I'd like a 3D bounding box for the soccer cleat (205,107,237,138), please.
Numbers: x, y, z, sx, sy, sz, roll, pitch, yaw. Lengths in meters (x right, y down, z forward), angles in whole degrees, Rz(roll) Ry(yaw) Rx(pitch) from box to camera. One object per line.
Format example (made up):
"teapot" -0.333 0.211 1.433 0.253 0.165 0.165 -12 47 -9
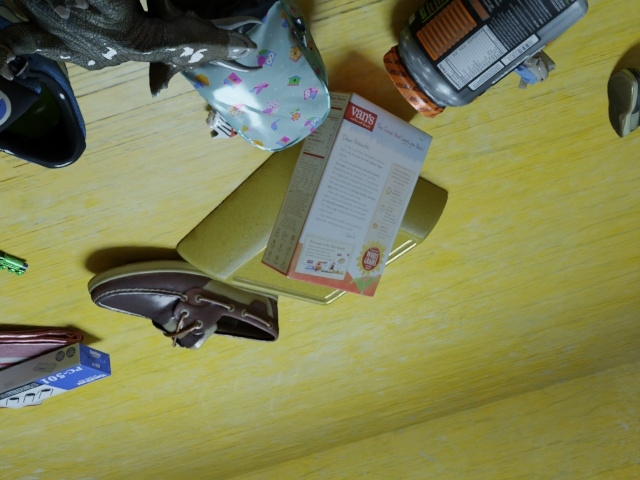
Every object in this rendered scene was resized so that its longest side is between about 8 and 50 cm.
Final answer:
"soccer cleat" -0.120 -0.150 0.680 0.036 0.029 0.083 -14 153 -10

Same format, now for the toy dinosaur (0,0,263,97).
"toy dinosaur" -0.201 -0.201 0.417 0.313 0.160 0.121 40 112 -5

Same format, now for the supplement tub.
"supplement tub" 0.167 -0.223 0.607 0.190 0.117 0.117 -36 143 30

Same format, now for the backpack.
"backpack" -0.069 -0.178 0.577 0.152 0.115 0.182 -25 146 14

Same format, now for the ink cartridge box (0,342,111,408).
"ink cartridge box" -0.504 0.251 1.055 0.207 0.046 0.097 -20 152 6

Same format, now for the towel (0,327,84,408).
"towel" -0.611 0.247 1.079 0.237 0.037 0.329 8 143 -36

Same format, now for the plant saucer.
"plant saucer" 0.000 0.000 0.915 0.333 0.080 0.333 20 134 -42

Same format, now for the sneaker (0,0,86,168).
"sneaker" -0.284 -0.155 0.432 0.130 0.147 0.330 -41 158 1

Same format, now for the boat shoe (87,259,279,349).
"boat shoe" -0.210 0.120 0.957 0.342 0.123 0.123 15 144 -41

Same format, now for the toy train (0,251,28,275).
"toy train" -0.458 0.028 0.822 0.024 0.017 0.083 -37 143 13

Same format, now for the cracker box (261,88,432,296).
"cracker box" 0.037 -0.055 0.737 0.156 0.067 0.232 17 95 -40

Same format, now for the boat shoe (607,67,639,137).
"boat shoe" 0.445 -0.203 0.821 0.049 0.056 0.152 -29 155 11

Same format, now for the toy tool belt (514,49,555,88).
"toy tool belt" 0.248 -0.220 0.709 0.083 0.052 0.051 17 127 -40
